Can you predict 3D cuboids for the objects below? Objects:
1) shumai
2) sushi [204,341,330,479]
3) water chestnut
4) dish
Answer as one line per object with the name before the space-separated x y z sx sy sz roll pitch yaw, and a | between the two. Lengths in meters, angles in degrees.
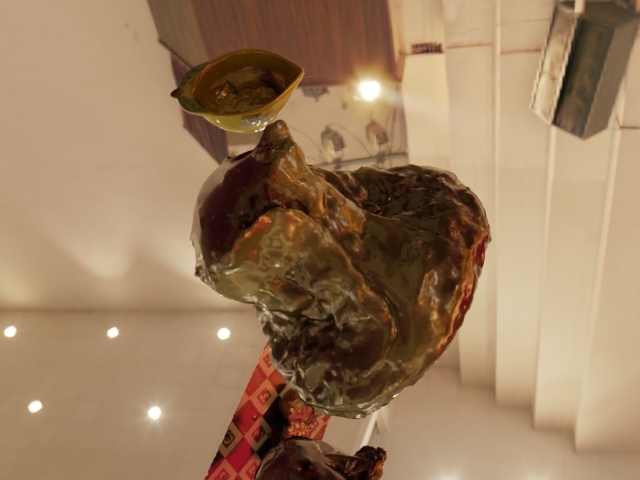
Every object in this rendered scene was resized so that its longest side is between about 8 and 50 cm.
shumai | 0.000 0.000 0.859 0.324 0.323 0.397 -35 -153 41
sushi | -0.060 0.363 1.213 0.050 0.264 0.290 12 -106 45
water chestnut | 0.007 0.406 1.045 0.238 0.224 0.224 -51 -137 4
dish | -0.122 -0.220 1.022 0.208 0.080 0.149 -8 -126 6
